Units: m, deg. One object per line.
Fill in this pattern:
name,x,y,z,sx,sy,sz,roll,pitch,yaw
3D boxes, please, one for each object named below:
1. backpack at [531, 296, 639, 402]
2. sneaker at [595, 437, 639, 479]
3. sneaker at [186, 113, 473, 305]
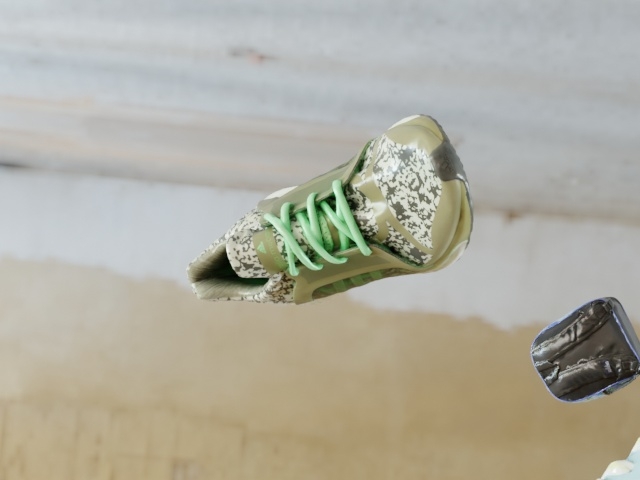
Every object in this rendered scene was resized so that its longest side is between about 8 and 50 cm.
backpack,0.306,0.129,2.031,0.114,0.105,0.084,-31,167,20
sneaker,0.154,0.145,0.937,0.208,0.319,0.127,-1,142,28
sneaker,0.000,0.000,1.821,0.182,0.158,0.410,-21,175,-36
